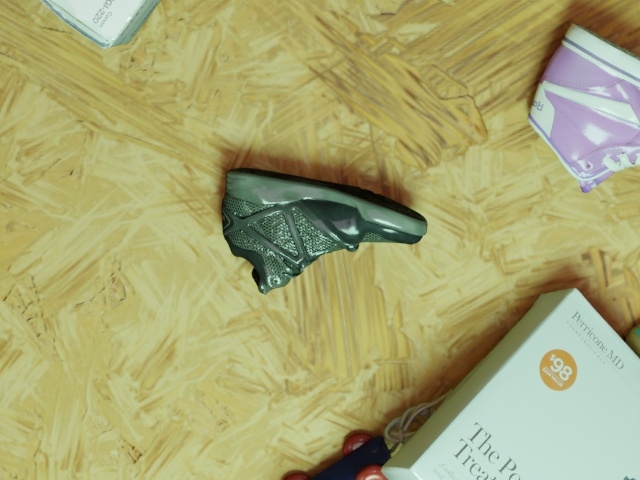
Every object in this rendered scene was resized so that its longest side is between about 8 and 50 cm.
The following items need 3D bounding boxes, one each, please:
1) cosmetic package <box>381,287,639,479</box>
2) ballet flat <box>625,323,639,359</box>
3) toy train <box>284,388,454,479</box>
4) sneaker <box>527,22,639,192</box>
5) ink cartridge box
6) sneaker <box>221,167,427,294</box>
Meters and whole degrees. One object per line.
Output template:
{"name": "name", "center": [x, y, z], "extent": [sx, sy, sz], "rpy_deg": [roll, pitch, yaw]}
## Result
{"name": "cosmetic package", "center": [0.296, 0.285, 1.784], "extent": [0.377, 0.097, 0.284], "rpy_deg": [47, 70, -8]}
{"name": "ballet flat", "center": [0.436, 0.187, 1.835], "extent": [0.232, 0.073, 0.080], "rpy_deg": [41, 96, -8]}
{"name": "toy train", "center": [0.082, 0.291, 1.827], "extent": [0.248, 0.105, 0.143], "rpy_deg": [-33, 110, 3]}
{"name": "sneaker", "center": [0.364, -0.106, 1.777], "extent": [0.282, 0.102, 0.161], "rpy_deg": [28, 101, 4]}
{"name": "ink cartridge box", "center": [-0.197, -0.284, 1.653], "extent": [0.092, 0.218, 0.158], "rpy_deg": [36, 96, -8]}
{"name": "sneaker", "center": [0.000, 0.000, 1.779], "extent": [0.227, 0.087, 0.130], "rpy_deg": [9, 101, -1]}
